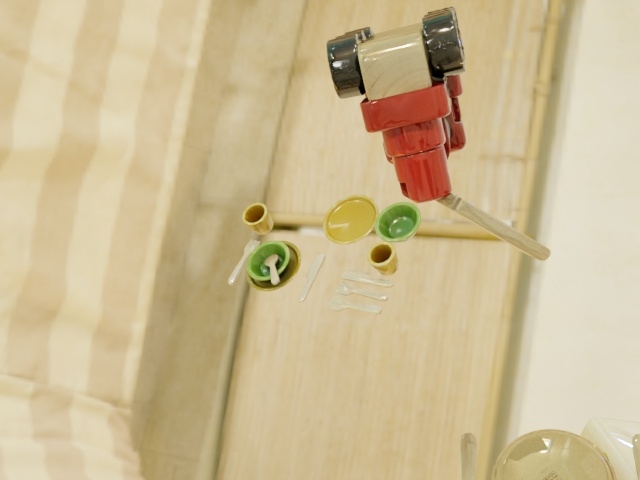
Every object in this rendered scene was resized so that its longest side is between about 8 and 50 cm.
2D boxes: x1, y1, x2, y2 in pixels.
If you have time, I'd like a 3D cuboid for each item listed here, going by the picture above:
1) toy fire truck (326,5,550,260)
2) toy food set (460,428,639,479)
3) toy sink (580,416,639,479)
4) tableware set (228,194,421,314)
[{"bbox_3d":[0.118,-0.096,1.039,0.217,0.159,0.246,-62,140,-75],"label":"toy fire truck"},{"bbox_3d":[0.232,0.252,1.068,0.038,0.192,0.132,76,17,-52],"label":"toy food set"},{"bbox_3d":[0.397,0.301,1.173,0.234,0.152,0.131,10,117,-23],"label":"toy sink"},{"bbox_3d":[0.000,0.000,0.841,0.104,0.154,0.024,-63,143,-24],"label":"tableware set"}]
